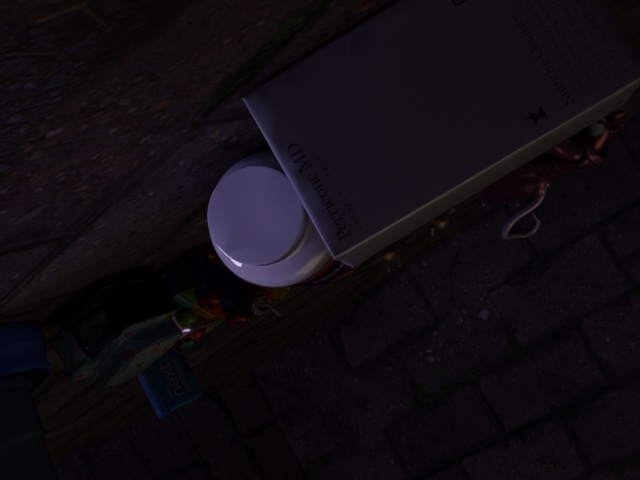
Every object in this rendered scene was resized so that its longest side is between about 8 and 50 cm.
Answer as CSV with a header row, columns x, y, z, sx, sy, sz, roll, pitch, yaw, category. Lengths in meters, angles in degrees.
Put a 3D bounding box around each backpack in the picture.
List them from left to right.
x,y,z,sx,sy,sz,roll,pitch,yaw,category
-0.326,0.150,1.621,0.188,0.144,0.166,-31,177,29,backpack

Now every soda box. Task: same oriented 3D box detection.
x,y,z,sx,sy,sz,roll,pitch,yaw,category
-0.286,0.193,1.754,0.071,0.210,0.067,-24,169,-32,soda box

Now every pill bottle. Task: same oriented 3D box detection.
x,y,z,sx,sy,sz,roll,pitch,yaw,category
-0.040,-0.027,1.403,0.181,0.182,0.323,-32,172,12,pill bottle

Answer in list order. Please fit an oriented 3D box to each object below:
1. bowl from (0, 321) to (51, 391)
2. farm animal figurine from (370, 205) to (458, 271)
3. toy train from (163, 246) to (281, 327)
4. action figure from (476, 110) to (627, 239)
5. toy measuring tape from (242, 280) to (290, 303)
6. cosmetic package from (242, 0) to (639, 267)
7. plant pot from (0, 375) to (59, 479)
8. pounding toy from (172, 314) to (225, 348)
x,y,z,sx,sy,sz,roll,pitch,yaw,category
-0.588,0.251,1.542,0.391,0.077,0.391,-30,171,-5,bowl
0.136,-0.046,1.906,0.330,0.172,0.327,-29,171,-9,farm animal figurine
-0.188,0.115,1.776,0.143,0.105,0.248,-20,148,20,toy train
0.457,-0.162,2.062,0.248,0.276,0.370,-13,176,-44,action figure
-0.102,0.046,1.841,0.121,0.121,0.330,-28,172,-15,toy measuring tape
0.134,-0.156,1.141,0.385,0.217,0.156,-32,172,3,cosmetic package
-0.495,0.420,1.452,0.341,0.334,0.341,-29,171,-5,plant pot
-0.272,0.153,1.964,0.181,0.094,0.206,-34,171,27,pounding toy
